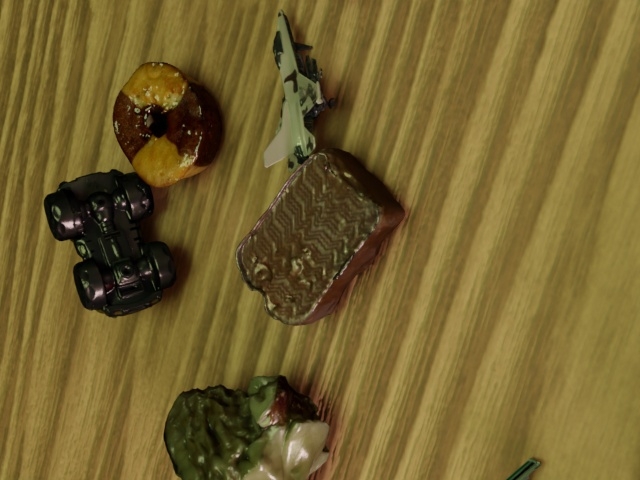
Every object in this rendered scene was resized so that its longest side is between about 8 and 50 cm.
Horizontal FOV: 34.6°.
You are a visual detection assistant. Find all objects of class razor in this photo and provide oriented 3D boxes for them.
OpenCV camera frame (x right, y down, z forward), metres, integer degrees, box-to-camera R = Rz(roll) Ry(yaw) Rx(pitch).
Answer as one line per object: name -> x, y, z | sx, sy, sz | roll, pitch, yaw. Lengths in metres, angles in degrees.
razor -> 0.282, 0.343, 1.172 | 0.068, 0.037, 0.191 | -37, 70, -15

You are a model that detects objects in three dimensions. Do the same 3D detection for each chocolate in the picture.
chocolate -> 0.000, 0.000, 1.324 | 0.148, 0.093, 0.214 | 50, 115, 25

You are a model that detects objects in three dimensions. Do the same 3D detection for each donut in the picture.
donut -> -0.217, -0.166, 1.481 | 0.184, 0.073, 0.166 | 41, 113, 28

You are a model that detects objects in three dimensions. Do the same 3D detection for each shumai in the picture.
shumai -> -0.081, 0.285, 1.360 | 0.218, 0.189, 0.256 | -38, 53, 10

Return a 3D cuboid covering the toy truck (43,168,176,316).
toy truck -> -0.315, 0.011, 1.522 | 0.224, 0.147, 0.165 | 67, 156, 11

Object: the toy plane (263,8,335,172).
toy plane -> -0.028, -0.195, 1.352 | 0.160, 0.082, 0.234 | 141, 137, -62
